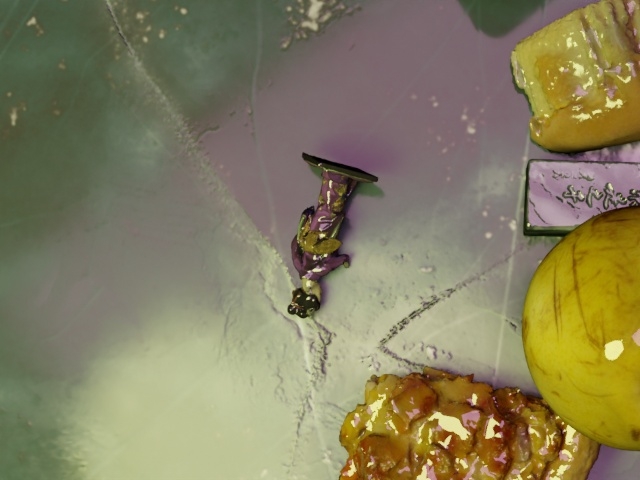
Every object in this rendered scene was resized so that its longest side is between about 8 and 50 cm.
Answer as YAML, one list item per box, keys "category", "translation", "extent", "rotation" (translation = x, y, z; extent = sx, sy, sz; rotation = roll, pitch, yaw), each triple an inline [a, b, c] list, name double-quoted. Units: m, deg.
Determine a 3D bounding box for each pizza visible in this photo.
- category: "pizza"
  translation: [0.150, 0.276, 1.697]
  extent: [0.408, 0.114, 0.278]
  rotation: [-23, 87, -1]

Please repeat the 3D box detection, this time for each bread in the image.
- category: "bread"
  translation: [0.365, -0.212, 1.713]
  extent: [0.251, 0.133, 0.174]
  rotation: [-16, 81, 5]

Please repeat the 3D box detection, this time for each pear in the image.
- category: "pear"
  translation: [0.358, 0.100, 1.578]
  extent: [0.280, 0.281, 0.281]
  rotation: [-1, 84, 6]

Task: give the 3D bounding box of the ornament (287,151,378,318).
- category: "ornament"
  translation: [0.009, -0.001, 1.763]
  extent: [0.081, 0.088, 0.203]
  rotation: [7, 97, -17]

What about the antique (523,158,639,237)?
- category: "antique"
  translation: [0.340, -0.048, 1.720]
  extent: [0.183, 0.086, 0.088]
  rotation: [2, 84, 6]
